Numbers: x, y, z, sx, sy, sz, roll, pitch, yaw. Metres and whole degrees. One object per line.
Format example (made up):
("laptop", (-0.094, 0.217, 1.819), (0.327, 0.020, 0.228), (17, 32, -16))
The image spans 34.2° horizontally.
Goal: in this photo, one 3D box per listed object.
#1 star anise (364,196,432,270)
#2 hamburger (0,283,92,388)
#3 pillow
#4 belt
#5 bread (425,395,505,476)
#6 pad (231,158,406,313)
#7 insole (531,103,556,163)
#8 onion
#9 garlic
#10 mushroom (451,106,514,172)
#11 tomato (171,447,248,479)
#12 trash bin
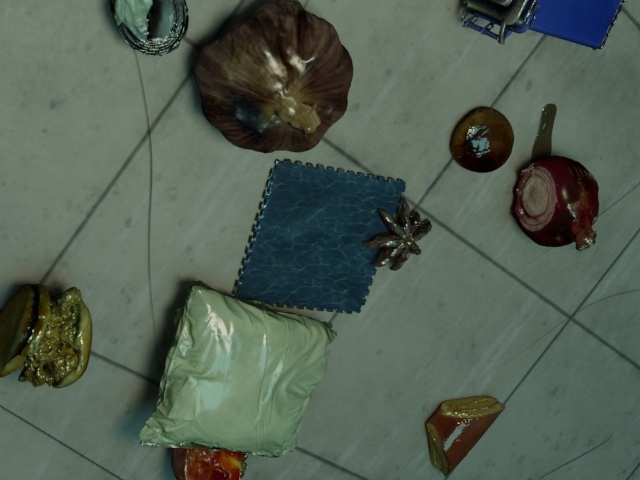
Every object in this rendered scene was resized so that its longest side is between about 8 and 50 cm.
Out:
("star anise", (0.140, -0.003, 1.824), (0.141, 0.042, 0.141), (-16, 123, -26))
("hamburger", (-0.402, 0.135, 1.551), (0.131, 0.159, 0.185), (20, 124, -29))
("pillow", (-0.134, 0.234, 1.741), (0.310, 0.138, 0.283), (18, 96, -34))
("belt", (-0.241, -0.328, 1.460), (0.105, 0.058, 0.140), (-18, 125, -12))
("bread", (0.272, 0.381, 2.080), (0.119, 0.067, 0.192), (31, 98, -35))
("pad", (0.000, 0.000, 1.780), (0.269, 0.012, 0.269), (6, 111, -30))
("insole", (0.409, -0.185, 1.904), (0.045, 0.002, 0.135), (-6, 117, -25))
("onion", (0.449, -0.054, 1.876), (0.135, 0.198, 0.173), (-12, 137, -29))
("garlic", (-0.063, -0.232, 1.538), (0.245, 0.160, 0.245), (-7, 118, -14))
("mushroom", (0.286, -0.173, 1.817), (0.123, 0.052, 0.123), (-11, 115, -24))
("tomato", (-0.203, 0.382, 1.822), (0.139, 0.091, 0.159), (20, 73, -41))
("trash bin", (0.362, -0.393, 1.685), (0.234, 0.162, 0.184), (11, 110, -37))
